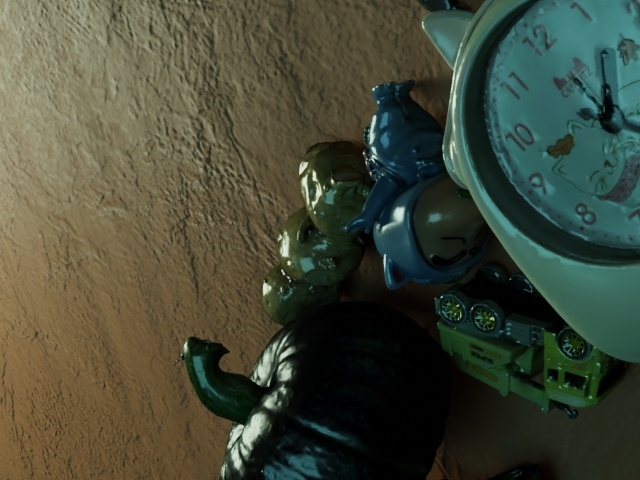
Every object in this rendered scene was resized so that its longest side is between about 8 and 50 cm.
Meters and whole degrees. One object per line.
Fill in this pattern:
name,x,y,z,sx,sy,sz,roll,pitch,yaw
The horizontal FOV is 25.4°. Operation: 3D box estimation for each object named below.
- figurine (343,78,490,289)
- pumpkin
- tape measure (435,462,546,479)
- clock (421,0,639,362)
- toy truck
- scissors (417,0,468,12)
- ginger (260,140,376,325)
figurine,0.096,-0.052,1.194,0.144,0.114,0.178,-17,90,41
pumpkin,-0.018,0.158,1.268,0.248,0.248,0.248,17,120,33
tape measure,0.152,0.309,1.308,0.199,0.112,0.186,-19,99,44
clock,0.226,-0.092,1.049,0.324,0.109,0.265,50,129,6
toy truck,0.177,0.088,1.205,0.169,0.077,0.100,16,122,33
scissors,0.105,-0.193,1.175,0.220,0.017,0.088,46,130,14
ginger,0.000,0.000,1.310,0.104,0.080,0.204,-118,36,-46
